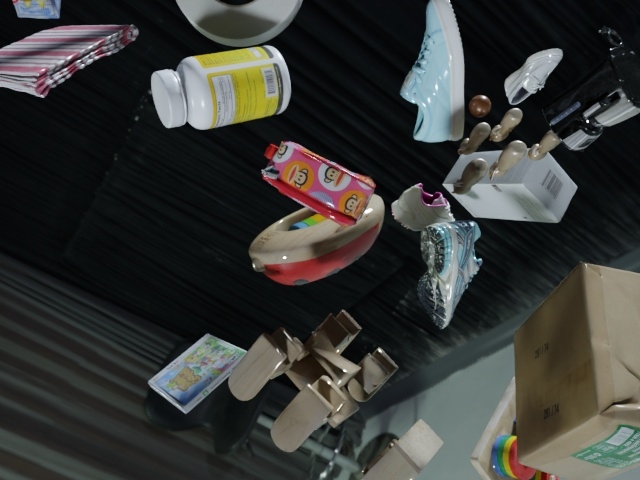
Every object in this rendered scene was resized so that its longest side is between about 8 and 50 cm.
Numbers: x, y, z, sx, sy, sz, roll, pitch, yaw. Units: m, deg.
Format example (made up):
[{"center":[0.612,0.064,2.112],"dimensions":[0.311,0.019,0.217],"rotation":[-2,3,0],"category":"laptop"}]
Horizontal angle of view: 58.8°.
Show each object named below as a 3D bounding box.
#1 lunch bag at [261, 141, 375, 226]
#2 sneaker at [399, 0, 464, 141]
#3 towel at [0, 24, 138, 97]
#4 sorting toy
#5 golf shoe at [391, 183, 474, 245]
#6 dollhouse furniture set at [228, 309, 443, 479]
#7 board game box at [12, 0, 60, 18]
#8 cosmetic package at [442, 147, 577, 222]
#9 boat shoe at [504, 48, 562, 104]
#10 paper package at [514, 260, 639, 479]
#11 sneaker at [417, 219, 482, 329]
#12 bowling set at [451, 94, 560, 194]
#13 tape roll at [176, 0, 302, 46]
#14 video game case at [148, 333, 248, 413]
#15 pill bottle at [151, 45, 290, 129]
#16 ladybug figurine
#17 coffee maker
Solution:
[{"center":[-0.010,-0.137,1.251],"dimensions":[0.120,0.258,0.293],"rotation":[-61,-4,8],"category":"lunch bag"},{"center":[0.268,-0.405,1.396],"dimensions":[0.150,0.366,0.135],"rotation":[-10,28,4],"category":"sneaker"},{"center":[-0.344,-0.233,0.721],"dimensions":[0.197,0.144,0.029],"rotation":[-59,-30,-47],"category":"towel"},{"center":[0.499,0.501,1.322],"dimensions":[0.089,0.257,0.255],"rotation":[-15,26,53],"category":"sorting toy"},{"center":[0.374,-0.063,1.777],"dimensions":[0.140,0.306,0.115],"rotation":[-54,17,27],"category":"golf shoe"},{"center":[0.022,0.391,1.233],"dimensions":[0.256,0.394,0.362],"rotation":[-52,-20,19],"category":"dollhouse furniture set"},{"center":[-0.404,-0.423,0.782],"dimensions":[0.194,0.060,0.194],"rotation":[151,116,-79],"category":"board game box"},{"center":[0.633,-0.187,1.938],"dimensions":[0.156,0.217,0.385],"rotation":[-57,24,-13],"category":"cosmetic package"},{"center":[0.452,-0.345,1.213],"dimensions":[0.184,0.066,0.063],"rotation":[151,116,-71],"category":"boat shoe"},{"center":[0.494,0.249,1.040],"dimensions":[0.325,0.168,0.310],"rotation":[102,180,-55],"category":"paper package"},{"center":[0.288,0.078,1.216],"dimensions":[0.110,0.122,0.283],"rotation":[-124,22,-45],"category":"sneaker"},{"center":[0.436,-0.257,1.428],"dimensions":[0.287,0.200,0.154],"rotation":[-19,-14,-10],"category":"bowling set"},{"center":[-0.234,-0.760,1.626],"dimensions":[0.392,0.392,0.072],"rotation":[-57,-1,2],"category":"tape roll"},{"center":[-0.296,0.311,1.366],"dimensions":[0.193,0.023,0.212],"rotation":[-39,26,-28],"category":"video game case"},{"center":[-0.264,-0.402,1.511],"dimensions":[0.333,0.188,0.188],"rotation":[-18,0,-26],"category":"pill bottle"},{"center":[0.000,0.000,1.625],"dimensions":[0.449,0.162,0.305],"rotation":[-26,20,-27],"category":"ladybug figurine"},{"center":[0.548,-0.292,1.135],"dimensions":[0.178,0.120,0.171],"rotation":[141,132,-58],"category":"coffee maker"}]
